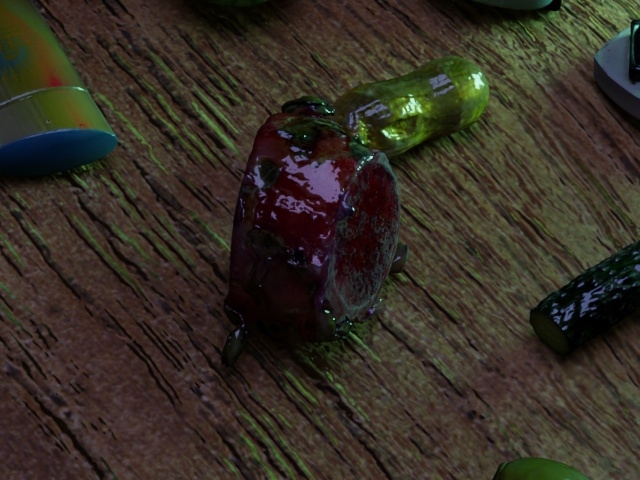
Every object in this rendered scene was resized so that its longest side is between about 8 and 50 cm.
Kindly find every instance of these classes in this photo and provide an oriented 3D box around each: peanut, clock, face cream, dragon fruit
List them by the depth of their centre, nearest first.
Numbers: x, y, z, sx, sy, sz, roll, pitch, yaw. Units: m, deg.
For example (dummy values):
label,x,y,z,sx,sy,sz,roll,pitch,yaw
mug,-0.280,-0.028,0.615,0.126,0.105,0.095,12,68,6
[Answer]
label,x,y,z,sx,sy,sz,roll,pitch,yaw
dragon fruit,0.000,0.000,1.888,0.147,0.211,0.282,10,74,11
face cream,-0.336,-0.176,2.084,0.139,0.067,0.285,-21,54,-19
peanut,0.090,-0.138,2.086,0.207,0.087,0.087,-22,54,-26
clock,0.391,-0.201,2.171,0.172,0.064,0.198,4,40,8

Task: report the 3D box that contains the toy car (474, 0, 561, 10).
label,x,y,z,sx,sy,sz,roll,pitch,yaw
toy car,0.222,-0.408,2.252,0.181,0.212,0.270,15,49,7

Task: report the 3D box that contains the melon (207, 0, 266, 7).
label,x,y,z,sx,sy,sz,roll,pitch,yaw
melon,-0.081,-0.388,2.225,0.182,0.182,0.287,13,47,5

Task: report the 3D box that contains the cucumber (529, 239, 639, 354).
label,x,y,z,sx,sy,sz,roll,pitch,yaw
cucumber,0.341,0.023,1.962,0.294,0.067,0.067,-29,57,-19

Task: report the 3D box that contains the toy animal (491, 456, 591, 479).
label,x,y,z,sx,sy,sz,roll,pitch,yaw
toy animal,0.270,0.330,1.650,0.363,0.180,0.181,35,58,-5
